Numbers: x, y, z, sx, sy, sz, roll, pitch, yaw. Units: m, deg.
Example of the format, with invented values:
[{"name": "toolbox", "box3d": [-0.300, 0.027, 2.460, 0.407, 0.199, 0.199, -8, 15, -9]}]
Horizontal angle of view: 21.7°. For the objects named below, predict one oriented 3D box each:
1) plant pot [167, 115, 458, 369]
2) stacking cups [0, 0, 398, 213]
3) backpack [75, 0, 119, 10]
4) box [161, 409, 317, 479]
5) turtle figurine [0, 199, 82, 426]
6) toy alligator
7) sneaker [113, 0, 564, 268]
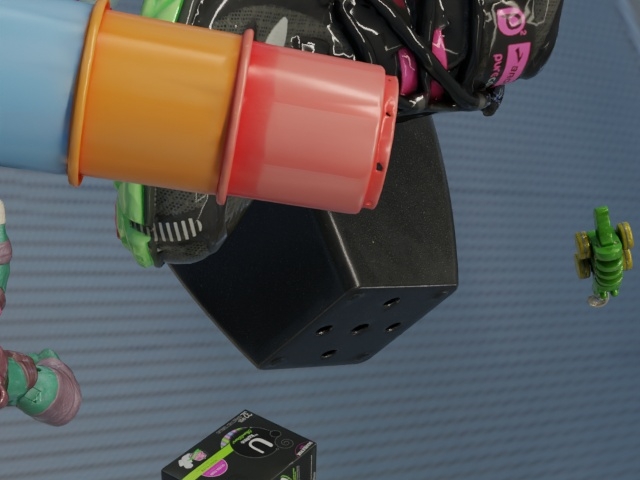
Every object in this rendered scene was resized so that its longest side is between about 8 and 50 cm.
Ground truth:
[{"name": "plant pot", "box3d": [0.000, 0.000, 1.323, 0.188, 0.187, 0.167, 0, 58, -46]}, {"name": "stacking cups", "box3d": [-0.126, -0.070, 0.680, 0.316, 0.096, 0.096, 7, 50, -2]}, {"name": "backpack", "box3d": [-0.270, -0.334, 1.570, 0.253, 0.191, 0.225, 29, 19, -38]}, {"name": "box", "box3d": [-0.051, 0.155, 1.045, 0.083, 0.062, 0.052, -32, 134, -45]}, {"name": "turtle figurine", "box3d": [-0.216, 0.067, 0.882, 0.118, 0.175, 0.234, 56, -3, 31]}, {"name": "toy alligator", "box3d": [0.298, 0.035, 1.744, 0.190, 0.056, 0.051, 78, 1, -55]}, {"name": "sneaker", "box3d": [0.043, -0.156, 1.070, 0.202, 0.185, 0.483, 31, 59, 20]}]
